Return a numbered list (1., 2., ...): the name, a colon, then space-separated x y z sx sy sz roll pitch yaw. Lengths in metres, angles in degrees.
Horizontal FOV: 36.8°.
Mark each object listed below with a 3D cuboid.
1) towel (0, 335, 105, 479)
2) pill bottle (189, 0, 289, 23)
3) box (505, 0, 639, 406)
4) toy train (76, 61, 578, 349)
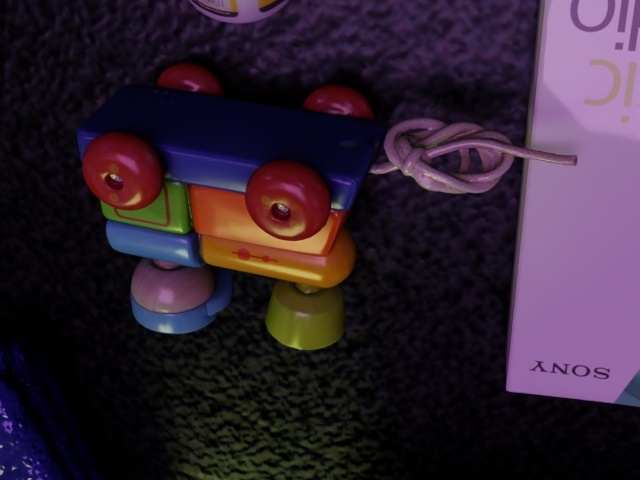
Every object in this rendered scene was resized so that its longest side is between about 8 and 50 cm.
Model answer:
1. towel: -0.292 0.186 0.692 0.308 0.076 0.228 -13 114 20
2. pill bottle: -0.041 -0.158 0.444 0.065 0.065 0.116 16 161 5
3. box: 0.218 -0.058 0.467 0.232 0.058 0.322 5 117 11
4. toy train: 0.000 0.000 0.517 0.248 0.105 0.143 11 127 13
